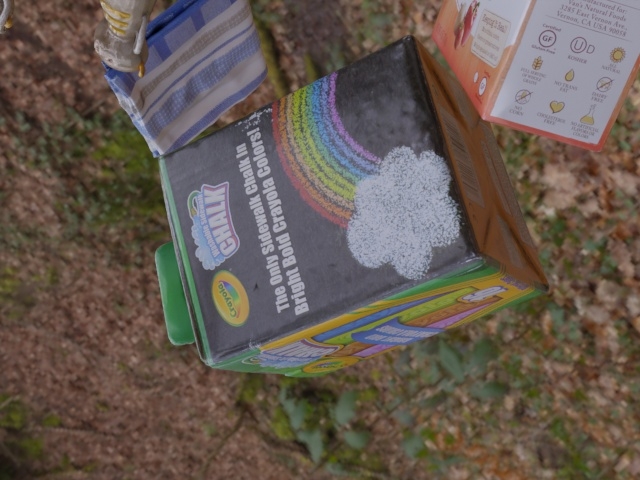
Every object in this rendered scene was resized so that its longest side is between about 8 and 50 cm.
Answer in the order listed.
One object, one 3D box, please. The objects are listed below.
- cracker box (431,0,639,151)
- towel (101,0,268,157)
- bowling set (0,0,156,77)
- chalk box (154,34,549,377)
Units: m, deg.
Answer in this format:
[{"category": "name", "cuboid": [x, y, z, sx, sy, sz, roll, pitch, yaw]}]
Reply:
[{"category": "cracker box", "cuboid": [0.132, -0.180, 0.447, 0.067, 0.232, 0.155, 15, -156, -10]}, {"category": "towel", "cuboid": [-0.161, -0.216, 1.178, 0.034, 0.209, 0.285, 48, 172, 14]}, {"category": "bowling set", "cuboid": [-0.255, -0.241, 0.663, 0.287, 0.200, 0.154, 61, 153, 17]}, {"category": "chalk box", "cuboid": [0.000, 0.000, 0.731, 0.179, 0.289, 0.180, 20, -128, -60]}]
